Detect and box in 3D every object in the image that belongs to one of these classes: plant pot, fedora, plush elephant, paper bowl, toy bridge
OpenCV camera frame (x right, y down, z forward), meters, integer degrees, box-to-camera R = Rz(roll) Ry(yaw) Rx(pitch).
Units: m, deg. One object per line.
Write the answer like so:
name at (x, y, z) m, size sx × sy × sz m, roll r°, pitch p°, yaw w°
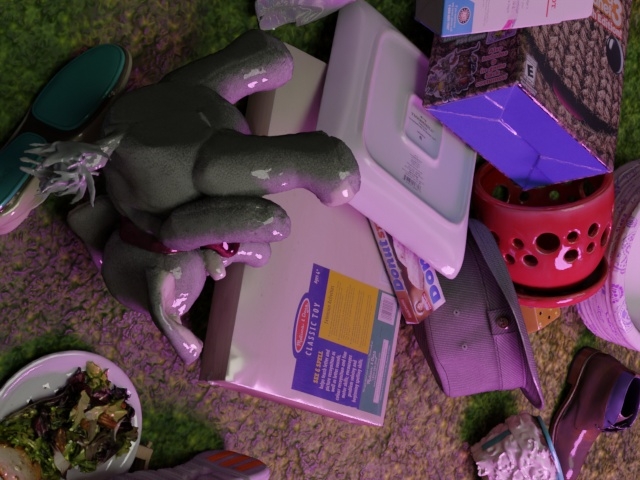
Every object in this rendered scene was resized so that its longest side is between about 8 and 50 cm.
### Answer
plant pot at (0.303, -0.014, 1.990) m, size 0.191 × 0.191 × 0.174 m, roll -26°, pitch 127°, yaw -32°
fedora at (0.191, 0.111, 1.930) m, size 0.124 × 0.244 × 0.275 m, roll -18°, pitch 110°, yaw -4°
plush elephant at (-0.139, -0.025, 1.529) m, size 0.330 × 0.272 × 0.255 m, roll -18°, pitch 135°, yaw -21°
paper bowl at (0.478, 0.018, 2.167) m, size 0.284 × 0.148 × 0.284 m, roll -13°, pitch 111°, yaw -38°
plant pot at (0.293, 0.088, 2.073) m, size 0.081 × 0.083 × 0.081 m, roll -31°, pitch 121°, yaw -30°
toy bridge at (-0.240, 0.325, 1.727) m, size 0.063 × 0.026 × 0.188 m, roll 29°, pitch 83°, yaw -44°

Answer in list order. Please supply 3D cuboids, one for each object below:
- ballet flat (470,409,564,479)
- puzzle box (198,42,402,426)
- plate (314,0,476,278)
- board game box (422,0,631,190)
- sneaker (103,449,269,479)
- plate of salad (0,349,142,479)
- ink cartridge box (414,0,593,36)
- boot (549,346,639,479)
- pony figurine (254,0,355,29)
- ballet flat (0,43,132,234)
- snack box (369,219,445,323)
ballet flat at (0.326, 0.425, 2.189) m, size 0.147 × 0.147 × 0.409 m, roll -40°, pitch 122°, yaw -25°
puzzle box at (0.000, 0.000, 1.751) m, size 0.272 × 0.052 × 0.409 m, roll 23°, pitch 72°, yaw -42°
plate at (0.111, -0.132, 1.789) m, size 0.277 × 0.045 × 0.278 m, roll 36°, pitch 51°, yaw -35°
board game box at (0.270, -0.250, 1.853) m, size 0.232 × 0.141 × 0.291 m, roll 34°, pitch 57°, yaw -41°
sneaker at (-0.171, 0.362, 1.697) m, size 0.321 × 0.124 × 0.180 m, roll -3°, pitch 106°, yaw -56°
plate of salad at (-0.285, 0.222, 1.637) m, size 0.200 × 0.048 × 0.200 m, roll -8°, pitch 104°, yaw -33°
ink cartridge box at (0.191, -0.274, 1.484) m, size 0.181 × 0.061 × 0.104 m, roll -10°, pitch 120°, yaw -23°
boot at (0.417, 0.280, 2.217) m, size 0.082 × 0.106 × 0.219 m, roll 6°, pitch 98°, yaw -41°
pony figurine at (0.087, -0.387, 1.635) m, size 0.351 × 0.363 × 0.303 m, roll -22°, pitch 124°, yaw -17°
ballet flat at (-0.282, -0.103, 1.547) m, size 0.248 × 0.086 × 0.086 m, roll -50°, pitch 128°, yaw -17°
snack box at (0.102, 0.010, 1.799) m, size 0.064 × 0.022 × 0.178 m, roll -35°, pitch 111°, yaw -44°
